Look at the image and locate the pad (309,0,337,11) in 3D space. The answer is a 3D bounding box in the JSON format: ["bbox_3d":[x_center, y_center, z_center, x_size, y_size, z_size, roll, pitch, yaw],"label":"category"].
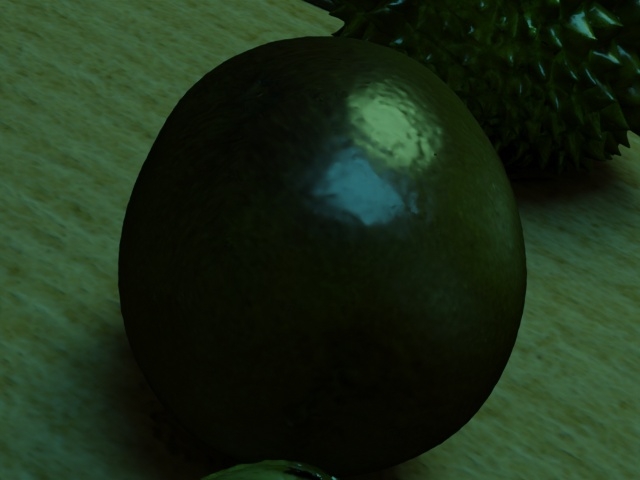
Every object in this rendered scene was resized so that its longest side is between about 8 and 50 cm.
[{"bbox_3d":[0.073,-0.238,1.413,0.284,0.018,0.286,25,32,15],"label":"pad"}]

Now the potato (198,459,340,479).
[{"bbox_3d":[-0.032,0.140,0.649,0.107,0.080,0.170,24,29,39],"label":"potato"}]

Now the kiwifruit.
[{"bbox_3d":[0.000,0.000,0.789,0.196,0.196,0.234,13,32,-6],"label":"kiwifruit"}]

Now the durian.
[{"bbox_3d":[0.138,-0.159,1.122,0.291,0.225,0.291,6,-6,1],"label":"durian"}]
